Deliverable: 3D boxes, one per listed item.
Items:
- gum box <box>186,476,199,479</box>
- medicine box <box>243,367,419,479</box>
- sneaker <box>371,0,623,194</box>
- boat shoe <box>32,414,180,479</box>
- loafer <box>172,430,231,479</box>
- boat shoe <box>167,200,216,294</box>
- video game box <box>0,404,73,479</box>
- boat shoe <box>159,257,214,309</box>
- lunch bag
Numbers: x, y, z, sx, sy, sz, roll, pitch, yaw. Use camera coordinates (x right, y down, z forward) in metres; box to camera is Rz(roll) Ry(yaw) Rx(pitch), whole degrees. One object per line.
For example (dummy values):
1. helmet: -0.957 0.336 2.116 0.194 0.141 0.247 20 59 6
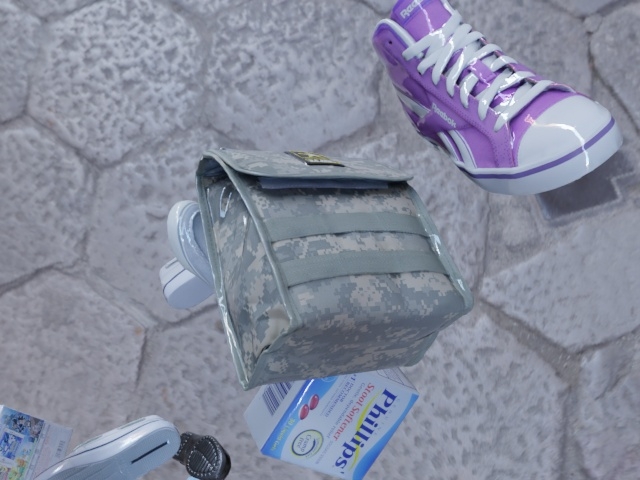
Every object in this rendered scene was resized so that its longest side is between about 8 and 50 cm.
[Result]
1. gum box: -0.291 0.646 1.679 0.041 0.184 0.157 -10 96 6
2. medicine box: 0.025 0.368 1.662 0.264 0.289 0.149 -58 30 10
3. sneaker: 0.123 -0.138 0.633 0.102 0.161 0.282 -39 28 -7
4. boat shoe: -0.305 0.314 1.019 0.226 0.075 0.083 -19 107 -27
5. loafer: -0.218 0.424 1.436 0.078 0.220 0.080 42 72 -21
6. boat shoe: -0.107 0.034 0.948 0.081 0.228 0.079 0 48 34
7. video game box: -0.641 0.474 1.565 0.048 0.187 0.205 -6 59 34
8. boat shoe: -0.159 0.012 1.268 0.267 0.096 0.088 -37 53 5
9. lunch bag: 0.000 0.000 0.848 0.235 0.169 0.287 -1 53 -31
